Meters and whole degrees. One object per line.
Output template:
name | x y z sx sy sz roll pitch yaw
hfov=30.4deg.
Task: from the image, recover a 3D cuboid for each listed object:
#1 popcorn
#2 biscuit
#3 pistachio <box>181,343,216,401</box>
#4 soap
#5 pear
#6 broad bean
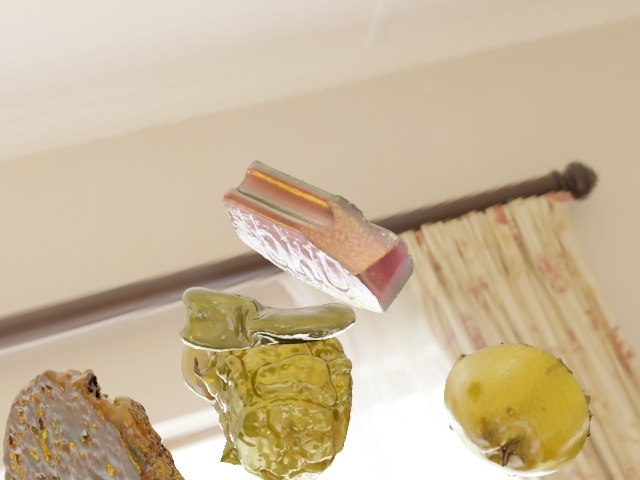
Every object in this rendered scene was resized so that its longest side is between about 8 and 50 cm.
popcorn | -0.064 0.219 1.652 0.225 0.249 0.249 6 -30 -14
biscuit | -0.265 0.307 1.443 0.081 0.334 0.289 -19 -23 -50
pistachio | -0.252 0.266 2.727 0.144 0.215 0.144 -2 -10 0
soap | 0.000 0.000 2.062 0.109 0.324 0.193 -52 -33 -22
pear | 0.313 0.302 1.982 0.267 0.267 0.178 -32 -5 24
broad bean | -0.065 0.101 1.408 0.206 0.072 0.153 7 -4 -7
